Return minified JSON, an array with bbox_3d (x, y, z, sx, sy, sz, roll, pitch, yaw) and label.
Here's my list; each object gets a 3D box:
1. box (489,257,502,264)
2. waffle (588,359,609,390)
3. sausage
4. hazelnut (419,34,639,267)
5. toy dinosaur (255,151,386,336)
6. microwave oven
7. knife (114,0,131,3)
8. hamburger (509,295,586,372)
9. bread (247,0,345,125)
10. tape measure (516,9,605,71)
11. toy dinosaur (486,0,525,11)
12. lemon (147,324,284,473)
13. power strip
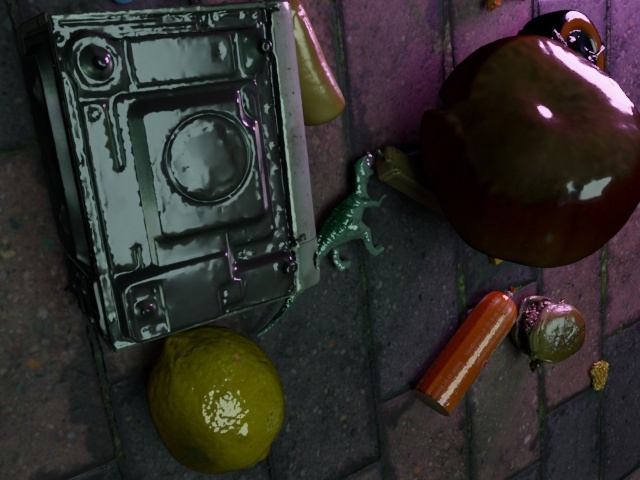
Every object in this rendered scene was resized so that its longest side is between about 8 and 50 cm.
[{"bbox_3d":[0.428,-0.016,1.417,0.155,0.023,0.087,-26,111,-26],"label":"box"},{"bbox_3d":[0.745,0.362,1.716,0.078,0.016,0.085,-14,109,-30],"label":"waffle"},{"bbox_3d":[0.324,0.222,1.362,0.312,0.093,0.093,-49,122,-14],"label":"sausage"},{"bbox_3d":[0.349,-0.145,1.119,0.359,0.409,0.359,-13,146,-9],"label":"hazelnut"},{"bbox_3d":[0.036,0.027,1.136,0.129,0.076,0.383,32,75,-24],"label":"toy dinosaur"},{"bbox_3d":[-0.188,-0.101,0.857,0.333,0.247,0.394,-16,110,-31],"label":"microwave oven"},{"bbox_3d":[-0.224,-0.421,0.889,0.064,0.031,0.222,40,79,-37],"label":"knife"},{"bbox_3d":[0.515,0.217,1.463,0.159,0.131,0.185,13,97,-31],"label":"hamburger"},{"bbox_3d":[-0.048,-0.271,0.976,0.098,0.147,0.217,-28,116,-1],"label":"bread"},{"bbox_3d":[0.485,-0.353,1.290,0.223,0.135,0.202,16,81,-39],"label":"tape measure"},{"bbox_3d":[0.422,-0.545,1.266,0.288,0.070,0.117,-50,133,-9],"label":"toy dinosaur"},{"bbox_3d":[-0.158,0.245,0.982,0.204,0.204,0.260,-38,115,-21],"label":"lemon"},{"bbox_3d":[0.202,-0.100,1.217,0.305,0.044,0.064,25,50,-39],"label":"power strip"}]
